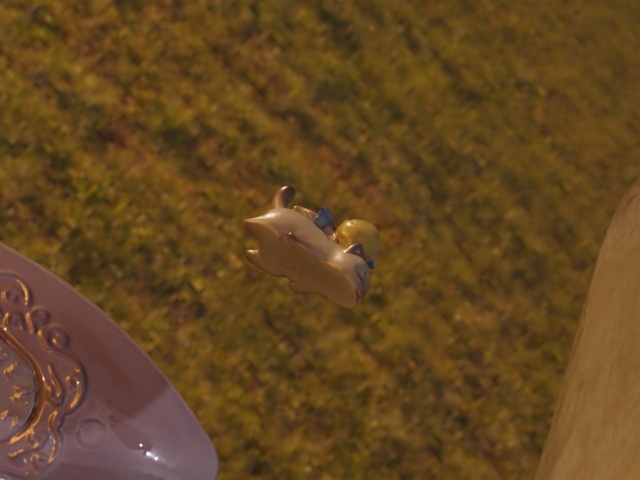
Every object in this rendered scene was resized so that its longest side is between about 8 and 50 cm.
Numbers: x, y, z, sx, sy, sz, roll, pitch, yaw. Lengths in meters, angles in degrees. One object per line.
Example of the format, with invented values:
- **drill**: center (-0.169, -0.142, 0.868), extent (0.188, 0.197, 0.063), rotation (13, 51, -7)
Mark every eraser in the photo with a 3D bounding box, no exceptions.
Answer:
- **eraser**: center (-0.186, 0.121, 1.132), extent (0.243, 0.204, 0.059), rotation (20, -8, -1)

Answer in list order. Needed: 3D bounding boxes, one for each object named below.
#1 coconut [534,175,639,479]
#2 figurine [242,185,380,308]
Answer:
- **coconut**: center (0.169, 0.061, 0.496), extent (0.222, 0.202, 0.202), rotation (56, 23, 8)
- **figurine**: center (0.000, 0.000, 0.919), extent (0.083, 0.047, 0.050), rotation (28, 60, 18)
